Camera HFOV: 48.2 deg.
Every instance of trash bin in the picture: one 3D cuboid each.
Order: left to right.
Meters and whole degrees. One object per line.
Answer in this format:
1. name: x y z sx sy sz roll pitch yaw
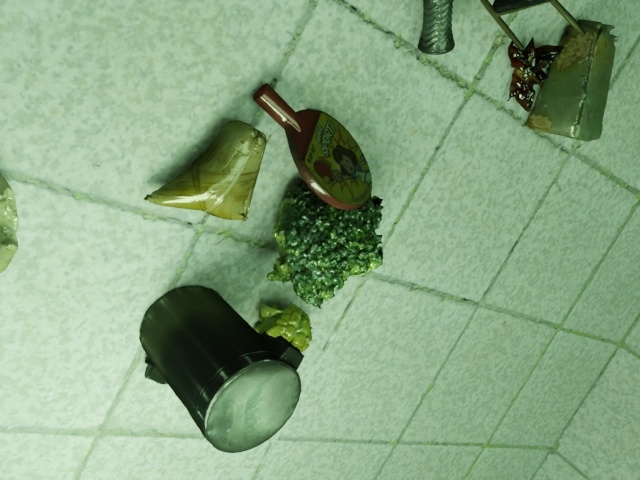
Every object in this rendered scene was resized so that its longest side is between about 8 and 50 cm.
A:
1. trash bin: -0.200 0.235 1.387 0.252 0.301 0.203 -51 135 -3

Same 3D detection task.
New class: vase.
1. vase: 0.232 -0.486 1.395 0.115 0.115 0.237 -27 135 -22

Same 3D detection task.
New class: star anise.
1. star anise: 0.503 -0.408 1.691 0.157 0.053 0.212 -27 130 -19

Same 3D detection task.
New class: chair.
1. chair: 0.419 -0.534 1.442 0.272 0.166 0.188 25 74 -38

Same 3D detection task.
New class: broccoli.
1. broccoli: 0.000 0.000 1.498 0.288 0.248 0.245 -27 168 -35

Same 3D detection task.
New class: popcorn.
1. popcorn: -0.082 0.207 1.580 0.141 0.135 0.162 -48 134 -13

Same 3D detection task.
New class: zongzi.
1. zongzi: -0.204 -0.132 1.294 0.197 0.099 0.194 8 112 -33

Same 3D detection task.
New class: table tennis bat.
1. table tennis bat: -0.009 -0.182 1.381 0.038 0.200 0.310 -26 125 36

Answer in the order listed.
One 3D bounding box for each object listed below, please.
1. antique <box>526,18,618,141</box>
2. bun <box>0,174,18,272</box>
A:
1. antique: 0.633 -0.395 1.760 0.125 0.150 0.284 1 109 -41
2. bun: -0.561 -0.005 1.076 0.237 0.116 0.210 -45 136 -4
